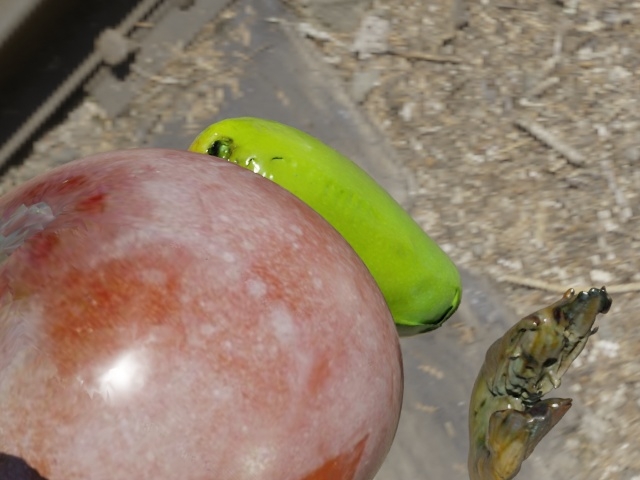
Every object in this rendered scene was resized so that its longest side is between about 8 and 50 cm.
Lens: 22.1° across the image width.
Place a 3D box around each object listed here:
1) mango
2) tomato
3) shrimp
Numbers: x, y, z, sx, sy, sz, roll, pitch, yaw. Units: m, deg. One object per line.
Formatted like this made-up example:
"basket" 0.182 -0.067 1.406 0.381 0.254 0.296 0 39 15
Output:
"mango" 0.000 0.000 1.100 0.111 0.233 0.125 -60 33 -2
"tomato" -0.099 0.073 0.870 0.270 0.227 0.270 -23 38 20
"shrimp" 0.151 0.119 1.250 0.059 0.254 0.145 22 67 -3
